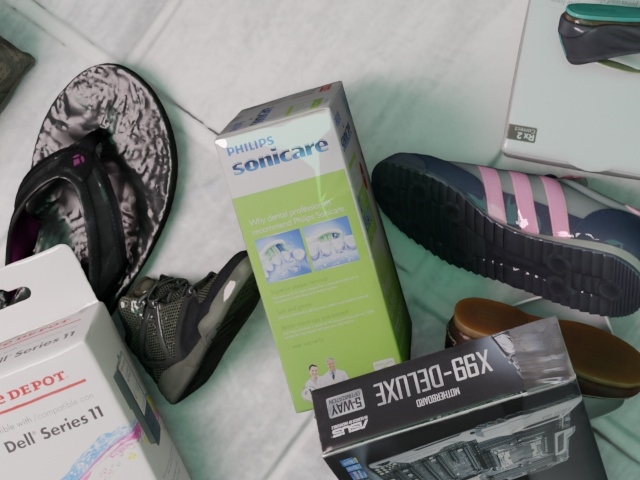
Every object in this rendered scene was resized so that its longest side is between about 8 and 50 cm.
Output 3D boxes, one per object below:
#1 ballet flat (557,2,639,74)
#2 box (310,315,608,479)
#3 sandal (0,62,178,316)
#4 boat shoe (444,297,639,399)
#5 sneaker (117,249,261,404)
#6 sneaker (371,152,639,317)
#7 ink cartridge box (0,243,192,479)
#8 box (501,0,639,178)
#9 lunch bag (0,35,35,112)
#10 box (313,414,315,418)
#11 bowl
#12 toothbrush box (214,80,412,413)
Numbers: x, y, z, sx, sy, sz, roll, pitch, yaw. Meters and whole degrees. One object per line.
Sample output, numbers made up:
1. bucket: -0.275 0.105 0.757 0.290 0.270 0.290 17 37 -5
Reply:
1. ballet flat: 0.328 -0.193 1.317 0.203 0.074 0.074 -1 92 1
2. box: 0.152 0.213 1.361 0.242 0.307 0.077 -18 53 7
3. sandal: -0.280 0.024 1.499 0.167 0.107 0.446 21 95 6
4. boat shoe: 0.229 0.120 1.407 0.207 0.073 0.073 19 132 10
5. sneaker: -0.145 0.067 1.459 0.130 0.087 0.227 45 134 9
6. sneaker: 0.212 -0.028 1.448 0.319 0.131 0.112 25 139 20
7. ink cartridge box: -0.285 0.205 1.451 0.207 0.119 0.354 -22 107 8
8. box: 0.289 -0.160 1.411 0.180 0.119 0.182 10 93 7
9. lunch bag: -0.470 -0.125 1.454 0.169 0.235 0.287 38 97 7
10. box: 0.042 0.178 1.506 0.067 0.018 0.083 33 96 5
11. bowl: 0.244 0.127 1.460 0.142 0.053 0.142 -16 91 8
12. toothbrush box: 0.000 0.000 1.387 0.122 0.206 0.283 -16 101 8
